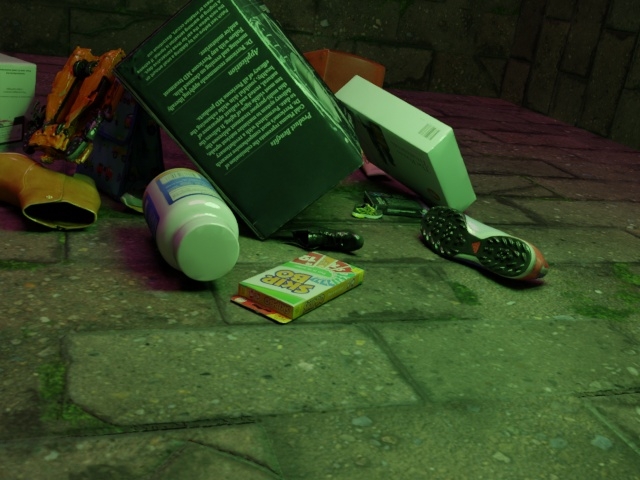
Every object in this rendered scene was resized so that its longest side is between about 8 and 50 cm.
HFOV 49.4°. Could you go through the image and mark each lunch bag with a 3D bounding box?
[{"bbox_3d":[-0.469,-0.268,1.655,0.138,0.293,0.221,-11,28,-43],"label":"lunch bag"}]

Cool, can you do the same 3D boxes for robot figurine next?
[{"bbox_3d":[-0.528,-0.287,1.518,0.211,0.291,0.085,12,-18,29],"label":"robot figurine"}]

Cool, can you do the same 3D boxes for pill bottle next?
[{"bbox_3d":[-0.243,-0.028,1.317,0.152,0.152,0.272,-1,23,-23],"label":"pill bottle"}]

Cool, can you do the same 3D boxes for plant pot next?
[{"bbox_3d":[0.016,-0.471,2.238,0.267,0.267,0.235,2,-12,41],"label":"plant pot"}]

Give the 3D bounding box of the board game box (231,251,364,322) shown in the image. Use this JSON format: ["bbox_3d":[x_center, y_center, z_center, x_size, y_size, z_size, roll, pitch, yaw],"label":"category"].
[{"bbox_3d":[-0.037,0.081,1.281,0.124,0.039,0.259,20,26,29],"label":"board game box"}]

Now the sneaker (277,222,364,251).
[{"bbox_3d":[0.000,-0.003,1.494,0.170,0.051,0.089,15,21,30],"label":"sneaker"}]

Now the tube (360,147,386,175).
[{"bbox_3d":[0.156,-0.250,2.194,0.062,0.070,0.240,44,8,-30],"label":"tube"}]

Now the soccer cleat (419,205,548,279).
[{"bbox_3d":[0.357,0.011,1.551,0.116,0.109,0.318,20,5,-43],"label":"soccer cleat"}]

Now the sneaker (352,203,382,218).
[{"bbox_3d":[0.120,-0.075,1.746,0.083,0.035,0.031,-1,23,-24],"label":"sneaker"}]

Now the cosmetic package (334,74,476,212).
[{"bbox_3d":[0.225,-0.250,1.855,0.377,0.097,0.284,41,-8,41],"label":"cosmetic package"}]

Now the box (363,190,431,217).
[{"bbox_3d":[0.203,-0.095,1.842,0.162,0.029,0.116,6,20,-10],"label":"box"}]

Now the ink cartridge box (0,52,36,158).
[{"bbox_3d":[-0.773,-0.292,1.624,0.201,0.278,0.117,23,22,33],"label":"ink cartridge box"}]

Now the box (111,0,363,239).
[{"bbox_3d":[-0.160,-0.327,1.620,0.472,0.297,0.480,51,13,-16],"label":"box"}]

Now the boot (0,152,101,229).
[{"bbox_3d":[-0.605,-0.099,1.429,0.295,0.104,0.211,7,20,-17],"label":"boot"}]

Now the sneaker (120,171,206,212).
[{"bbox_3d":[-0.353,-0.112,1.592,0.215,0.083,0.084,-10,29,-37],"label":"sneaker"}]
